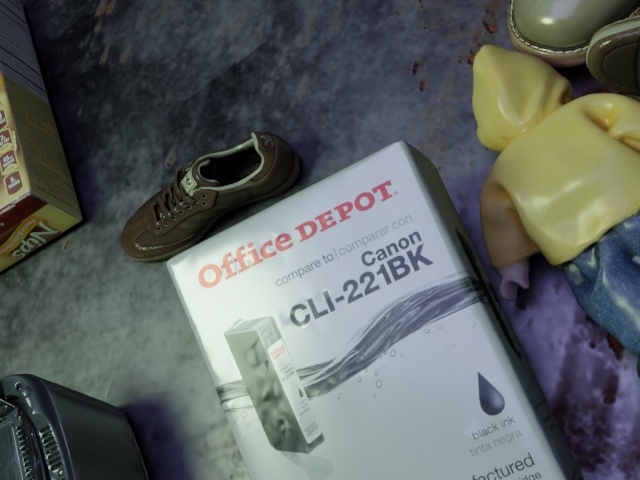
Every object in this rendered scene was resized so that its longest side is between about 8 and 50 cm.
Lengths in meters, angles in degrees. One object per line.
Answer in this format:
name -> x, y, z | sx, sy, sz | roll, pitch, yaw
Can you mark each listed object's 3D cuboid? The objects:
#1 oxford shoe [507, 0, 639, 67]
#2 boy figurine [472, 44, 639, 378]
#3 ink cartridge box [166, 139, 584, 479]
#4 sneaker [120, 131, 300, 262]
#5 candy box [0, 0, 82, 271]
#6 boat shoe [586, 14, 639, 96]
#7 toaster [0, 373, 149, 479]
oxford shoe -> 0.250, -0.330, 0.734 | 0.140, 0.146, 0.397 | 22, 82, 28
boy figurine -> 0.190, -0.030, 0.681 | 0.177, 0.092, 0.285 | -44, 57, 19
ink cartridge box -> 0.039, 0.095, 0.656 | 0.197, 0.114, 0.273 | -27, 76, 13
sneaker -> -0.113, -0.047, 0.834 | 0.188, 0.071, 0.066 | -29, 62, 11
candy box -> -0.378, -0.115, 0.967 | 0.182, 0.087, 0.317 | -30, 62, 12
boat shoe -> 0.291, -0.152, 0.691 | 0.189, 0.068, 0.072 | -1, 50, 0
toaster -> -0.220, 0.207, 0.744 | 0.129, 0.146, 0.227 | -29, 63, 11
